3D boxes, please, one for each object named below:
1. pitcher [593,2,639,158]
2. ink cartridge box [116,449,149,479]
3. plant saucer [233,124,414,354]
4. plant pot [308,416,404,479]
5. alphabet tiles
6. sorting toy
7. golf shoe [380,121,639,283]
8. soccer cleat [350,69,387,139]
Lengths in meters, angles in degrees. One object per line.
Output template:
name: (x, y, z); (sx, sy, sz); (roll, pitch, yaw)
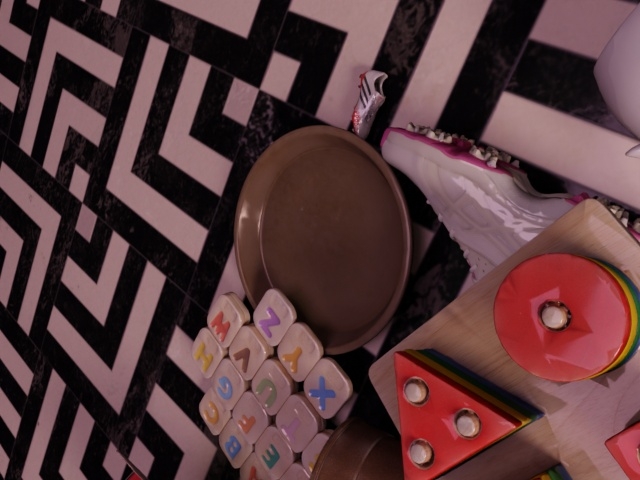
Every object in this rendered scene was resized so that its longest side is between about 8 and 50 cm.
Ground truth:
pitcher: (0.302, -0.083, 0.449); (0.207, 0.125, 0.177); (45, 107, 18)
ink cartridge box: (-0.161, 0.438, 0.712); (0.310, 0.130, 0.271); (27, 148, 35)
plant saucer: (0.000, 0.000, 0.726); (0.278, 0.041, 0.277); (4, 96, 39)
plant pot: (0.090, 0.283, 0.597); (0.165, 0.167, 0.166); (7, 94, 30)
alphabet tiles: (-0.075, 0.210, 0.774); (0.284, 0.021, 0.278); (49, 127, 24)
sorting toy: (0.167, 0.140, 0.433); (0.257, 0.089, 0.255); (-45, 60, 27)
golf shoe: (0.165, -0.011, 0.566); (0.306, 0.115, 0.140); (36, 114, 33)
soccer cleat: (0.059, -0.160, 0.697); (0.036, 0.029, 0.083); (11, 92, 41)
